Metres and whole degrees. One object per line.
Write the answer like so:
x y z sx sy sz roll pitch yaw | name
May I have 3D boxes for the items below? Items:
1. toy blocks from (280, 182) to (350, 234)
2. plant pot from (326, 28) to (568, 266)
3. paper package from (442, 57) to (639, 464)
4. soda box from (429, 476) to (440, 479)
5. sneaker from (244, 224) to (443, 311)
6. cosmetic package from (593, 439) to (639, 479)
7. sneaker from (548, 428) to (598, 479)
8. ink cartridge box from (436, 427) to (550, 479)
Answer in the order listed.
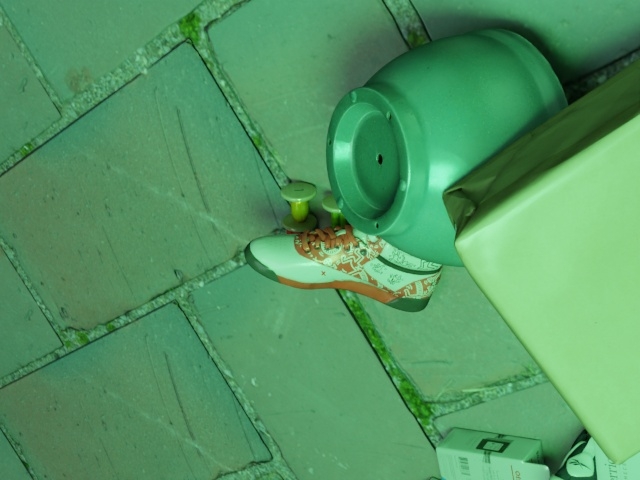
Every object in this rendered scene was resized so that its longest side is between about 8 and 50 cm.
0.000 0.000 1.855 0.123 0.054 0.148 16 125 27 | toy blocks
0.130 -0.101 1.530 0.293 0.196 0.293 20 114 56 | plant pot
0.339 0.017 1.358 0.309 0.168 0.325 -35 106 11 | paper package
0.265 0.455 1.886 0.286 0.091 0.098 17 125 29 | soda box
0.042 0.000 1.746 0.270 0.090 0.145 14 125 -8 | sneaker
0.522 0.213 1.517 0.385 0.156 0.217 4 118 34 | cosmetic package
0.380 0.333 1.739 0.094 0.153 0.235 24 165 41 | sneaker
0.264 0.338 1.843 0.180 0.060 0.104 4 116 36 | ink cartridge box
